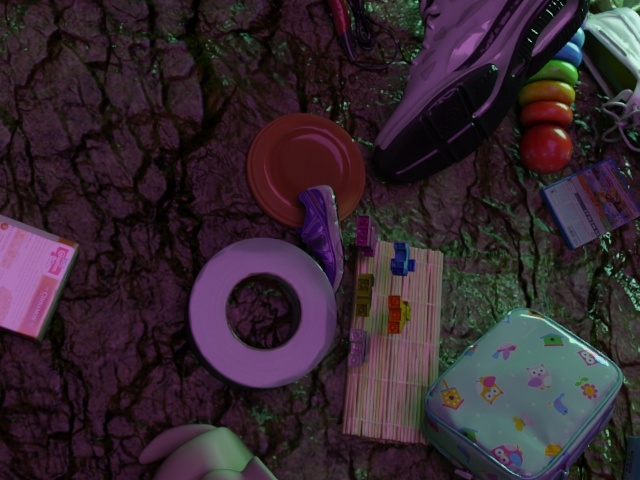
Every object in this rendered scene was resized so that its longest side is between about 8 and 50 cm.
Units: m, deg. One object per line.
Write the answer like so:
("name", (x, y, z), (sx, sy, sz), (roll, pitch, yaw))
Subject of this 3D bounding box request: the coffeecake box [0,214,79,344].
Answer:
("coffeecake box", (-0.447, 0.043, 1.063), (0.185, 0.068, 0.142), (22, 71, -9))

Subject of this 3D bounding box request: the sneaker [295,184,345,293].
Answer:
("sneaker", (0.000, 0.000, 1.197), (0.071, 0.068, 0.170), (-9, 98, 5))

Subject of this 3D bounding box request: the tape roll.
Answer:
("tape roll", (-0.089, 0.110, 1.146), (0.219, 0.072, 0.219), (4, 74, -15))

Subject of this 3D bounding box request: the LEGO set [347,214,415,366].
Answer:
("LEGO set", (0.100, 0.083, 1.186), (0.087, 0.093, 0.227), (2, 79, 17))

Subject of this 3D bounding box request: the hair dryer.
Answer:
("hair dryer", (0.022, -0.439, 1.313), (0.293, 0.080, 0.224), (20, 72, -10))

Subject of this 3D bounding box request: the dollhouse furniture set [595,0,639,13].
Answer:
("dollhouse furniture set", (0.612, -0.534, 1.492), (0.181, 0.101, 0.161), (-26, 84, -20))

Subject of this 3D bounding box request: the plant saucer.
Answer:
("plant saucer", (-0.020, -0.114, 1.241), (0.199, 0.037, 0.200), (4, 75, -15))

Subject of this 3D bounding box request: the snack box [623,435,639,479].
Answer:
("snack box", (0.595, 0.430, 1.259), (0.207, 0.070, 0.175), (19, 72, -9))

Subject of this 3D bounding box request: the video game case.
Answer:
("video game case", (0.483, -0.067, 1.383), (0.166, 0.015, 0.119), (-24, 83, -20))

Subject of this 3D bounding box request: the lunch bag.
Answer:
("lunch bag", (0.299, 0.248, 1.148), (0.224, 0.108, 0.279), (36, 58, 29))

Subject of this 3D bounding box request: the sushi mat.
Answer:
("sushi mat", (0.117, 0.158, 1.221), (0.151, 0.019, 0.317), (9, 74, -14))

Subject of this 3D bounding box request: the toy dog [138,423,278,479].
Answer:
("toy dog", (-0.191, 0.438, 0.918), (0.408, 0.285, 0.395), (-43, 61, -15))

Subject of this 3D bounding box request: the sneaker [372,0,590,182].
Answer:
("sneaker", (0.211, -0.313, 1.312), (0.447, 0.169, 0.257), (-45, 54, 1))

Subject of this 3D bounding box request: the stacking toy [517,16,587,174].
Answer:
("stacking toy", (0.401, -0.277, 1.360), (0.141, 0.141, 0.331), (5, 81, -15))

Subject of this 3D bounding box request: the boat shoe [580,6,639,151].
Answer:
("boat shoe", (0.563, -0.246, 1.388), (0.156, 0.136, 0.367), (-22, 80, -20))
